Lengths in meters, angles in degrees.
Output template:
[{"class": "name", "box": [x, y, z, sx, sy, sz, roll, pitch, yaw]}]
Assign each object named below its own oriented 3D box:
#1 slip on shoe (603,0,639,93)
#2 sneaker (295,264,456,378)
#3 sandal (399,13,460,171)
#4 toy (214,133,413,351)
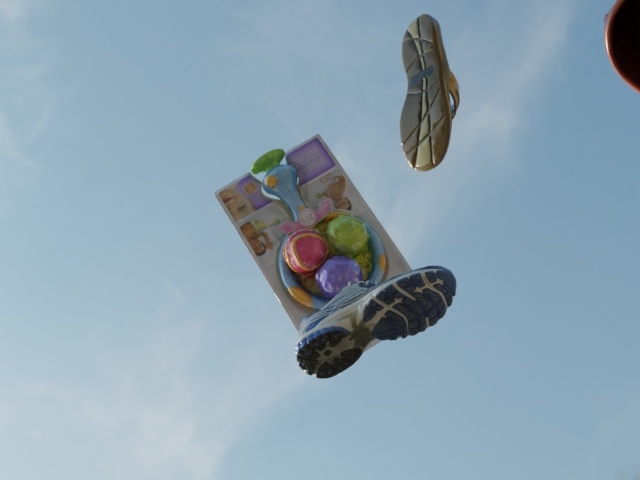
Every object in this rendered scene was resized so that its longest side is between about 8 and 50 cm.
[{"class": "slip on shoe", "box": [0.190, -0.117, 0.242, 0.101, 0.331, 0.123, -42, -91, -9]}, {"class": "sneaker", "box": [0.038, 0.049, 0.622, 0.135, 0.058, 0.052, -27, -60, 8]}, {"class": "sandal", "box": [0.128, -0.166, 0.912, 0.049, 0.072, 0.180, 8, -105, -36]}, {"class": "toy", "box": [0.000, 0.000, 0.837, 0.137, 0.237, 0.056, -30, -22, -8]}]
